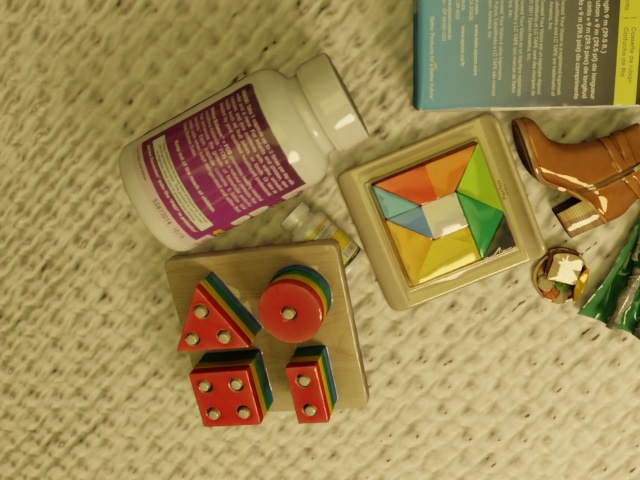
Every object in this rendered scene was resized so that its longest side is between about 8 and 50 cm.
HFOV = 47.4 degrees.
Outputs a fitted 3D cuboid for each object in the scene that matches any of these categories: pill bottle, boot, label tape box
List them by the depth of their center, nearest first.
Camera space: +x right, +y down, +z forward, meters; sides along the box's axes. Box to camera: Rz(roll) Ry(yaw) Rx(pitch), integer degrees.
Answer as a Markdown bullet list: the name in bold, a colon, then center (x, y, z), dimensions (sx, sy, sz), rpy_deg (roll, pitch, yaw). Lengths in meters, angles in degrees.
- **label tape box**: center (0.292, -0.293, 0.922), dimensions (0.348, 0.115, 0.249), rpy_deg (-1, 103, 2)
- **pill bottle**: center (-0.095, -0.120, 0.961), dimensions (0.302, 0.169, 0.169), rpy_deg (-27, 99, 10)
- **boot**: center (0.358, -0.116, 0.976), dimensions (0.152, 0.073, 0.197), rpy_deg (-33, 110, 12)
- **pill bottle**: center (0.000, 0.000, 1.032), dimensions (0.116, 0.065, 0.065), rpy_deg (44, 102, -5)

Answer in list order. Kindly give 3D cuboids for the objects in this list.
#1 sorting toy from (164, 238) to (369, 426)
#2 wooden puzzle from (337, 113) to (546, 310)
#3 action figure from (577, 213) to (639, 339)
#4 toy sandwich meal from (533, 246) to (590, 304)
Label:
- **sorting toy**: center (-0.083, 0.142, 1.022), dimensions (0.257, 0.089, 0.255), rpy_deg (-6, 109, 17)
- **wooden puzzle**: center (0.170, -0.034, 1.021), dimensions (0.239, 0.044, 0.221), rpy_deg (-21, 100, 9)
- **action figure**: center (0.466, 0.023, 1.003), dimensions (0.137, 0.063, 0.232), rpy_deg (19, 100, 4)
- **toy sandwich meal**: center (0.343, 0.052, 1.032), dimensions (0.086, 0.029, 0.085), rpy_deg (1, 102, 5)
